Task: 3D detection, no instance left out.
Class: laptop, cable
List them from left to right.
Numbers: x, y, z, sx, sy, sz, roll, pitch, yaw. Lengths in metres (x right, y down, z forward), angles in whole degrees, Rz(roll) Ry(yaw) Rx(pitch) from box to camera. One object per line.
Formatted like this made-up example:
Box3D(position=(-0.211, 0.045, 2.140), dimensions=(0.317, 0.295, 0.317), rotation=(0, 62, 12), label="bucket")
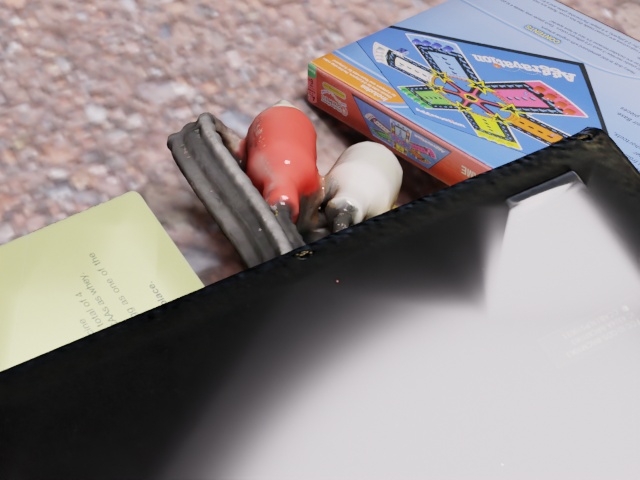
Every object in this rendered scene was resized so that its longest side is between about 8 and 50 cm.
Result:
Box3D(position=(0.000, 0.000, 0.797), dimensions=(0.139, 0.072, 0.287), rotation=(38, 10, -11), label="cable")
Box3D(position=(0.030, 0.236, 0.618), dimensions=(0.382, 0.236, 0.408), rotation=(-22, 60, -23), label="laptop")

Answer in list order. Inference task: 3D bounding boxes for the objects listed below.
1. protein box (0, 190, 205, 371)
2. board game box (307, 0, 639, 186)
Box3D(position=(-0.113, 0.125, 0.714), dimensions=(0.201, 0.136, 0.200), rotation=(-25, 68, -31), label="protein box")
Box3D(position=(0.139, -0.046, 0.913), dimensions=(0.145, 0.027, 0.281), rotation=(-26, 43, -33), label="board game box")
